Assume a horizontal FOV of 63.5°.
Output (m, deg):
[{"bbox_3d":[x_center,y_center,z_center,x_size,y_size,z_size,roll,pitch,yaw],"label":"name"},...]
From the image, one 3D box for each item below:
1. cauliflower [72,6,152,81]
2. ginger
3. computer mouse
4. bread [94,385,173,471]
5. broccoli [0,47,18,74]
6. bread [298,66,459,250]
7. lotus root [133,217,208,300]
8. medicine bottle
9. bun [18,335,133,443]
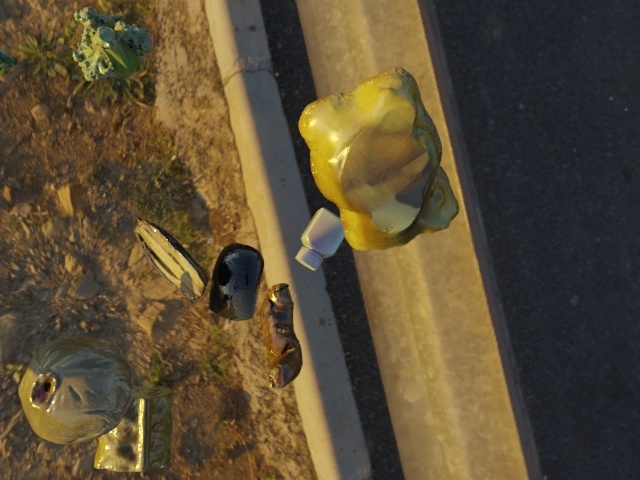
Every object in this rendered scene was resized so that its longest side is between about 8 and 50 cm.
[{"bbox_3d":[-0.684,-0.642,1.692,0.256,0.315,0.239,1,98,-14],"label":"cauliflower"},{"bbox_3d":[-0.107,0.267,1.415,0.107,0.133,0.309,0,54,-15],"label":"ginger"},{"bbox_3d":[-0.295,0.147,1.795,0.170,0.100,0.269,12,101,12],"label":"computer mouse"},{"bbox_3d":[-0.575,0.585,1.610,0.238,0.196,0.252,26,69,-62],"label":"bread"},{"bbox_3d":[-0.877,-0.498,1.218,0.177,0.198,0.274,-51,147,14],"label":"broccoli"},{"bbox_3d":[0.078,-0.082,0.643,0.160,0.088,0.233,-27,118,4],"label":"bread"},{"bbox_3d":[-0.482,0.050,1.702,0.329,0.167,0.078,48,41,4],"label":"lotus root"},{"bbox_3d":[0.000,0.000,1.075,0.074,0.055,0.118,33,78,-10],"label":"medicine bottle"},{"bbox_3d":[-0.379,0.225,0.784,0.166,0.113,0.173,41,99,19],"label":"bun"}]
